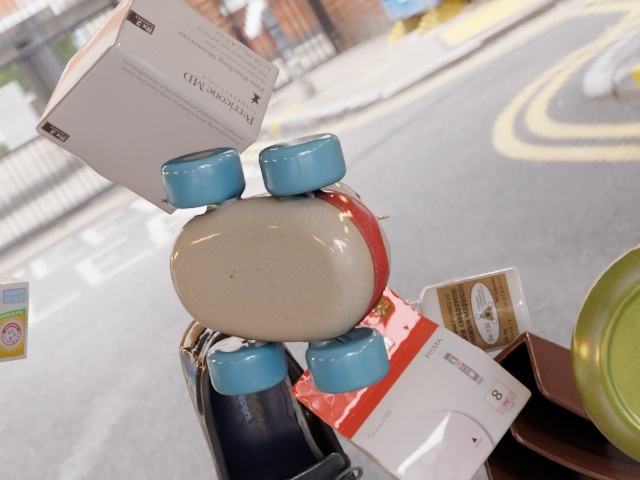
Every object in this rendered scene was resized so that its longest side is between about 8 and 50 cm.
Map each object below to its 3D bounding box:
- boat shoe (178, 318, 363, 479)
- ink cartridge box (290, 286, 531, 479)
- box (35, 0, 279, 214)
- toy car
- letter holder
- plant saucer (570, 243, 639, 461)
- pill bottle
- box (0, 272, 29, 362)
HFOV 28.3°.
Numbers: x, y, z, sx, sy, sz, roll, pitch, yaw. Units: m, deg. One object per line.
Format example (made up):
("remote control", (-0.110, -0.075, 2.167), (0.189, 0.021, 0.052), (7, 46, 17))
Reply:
("boat shoe", (-0.042, 0.319, 1.634), (0.187, 0.500, 0.156), (-23, 5, -10))
("ink cartridge box", (0.111, 0.187, 1.538), (0.189, 0.232, 0.066), (-51, 7, -15))
("box", (-0.173, -0.150, 1.354), (0.182, 0.181, 0.119), (-35, 31, 43))
("toy car", (0.000, 0.000, 1.189), (0.210, 0.219, 0.238), (-6, 14, 33))
("letter holder", (0.389, 0.302, 1.892), (0.152, 0.302, 0.214), (-48, 33, 31))
("plant saucer", (0.362, 0.112, 1.216), (0.241, 0.241, 0.037), (-28, -2, 11))
("pill bottle", (0.226, 0.129, 2.082), (0.229, 0.131, 0.131), (-13, 13, 7))
("box", (-0.476, 0.089, 1.629), (0.203, 0.103, 0.114), (12, 12, 43))
